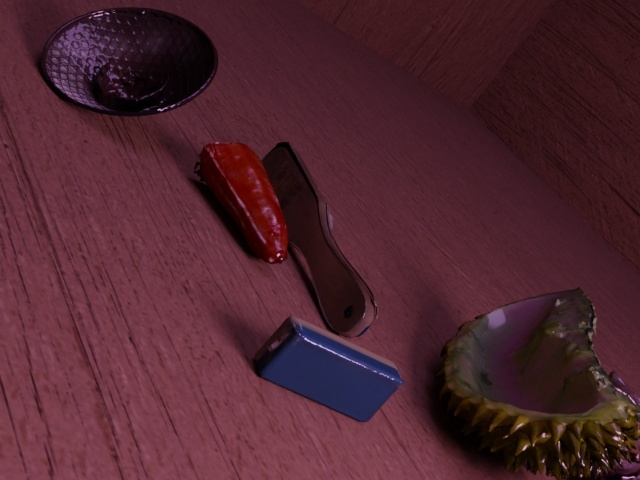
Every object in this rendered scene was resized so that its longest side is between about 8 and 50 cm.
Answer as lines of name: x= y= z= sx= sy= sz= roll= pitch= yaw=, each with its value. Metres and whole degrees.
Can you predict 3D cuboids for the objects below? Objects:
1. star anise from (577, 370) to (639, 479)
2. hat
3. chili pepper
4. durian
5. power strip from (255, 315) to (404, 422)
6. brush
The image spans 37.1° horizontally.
star anise: x=0.337 y=0.233 z=1.057 sx=0.212 sy=0.073 sz=0.197 roll=32 pitch=45 yaw=-40
hat: x=-0.212 y=-0.177 z=1.079 sx=0.193 sy=0.082 sz=0.193 roll=3 pitch=48 yaw=-3
chili pepper: x=-0.071 y=-0.032 z=1.017 sx=0.088 sy=0.065 sz=0.169 roll=20 pitch=28 yaw=-42
durian: x=0.222 y=0.135 z=0.988 sx=0.158 sy=0.169 sz=0.352 roll=37 pitch=18 yaw=-6
power strip: x=0.006 y=0.109 z=0.814 sx=0.123 sy=0.056 sz=0.032 roll=28 pitch=21 yaw=-28
brush: x=0.000 y=0.000 z=1.078 sx=0.065 sy=0.070 sz=0.327 roll=38 pitch=16 yaw=-38
